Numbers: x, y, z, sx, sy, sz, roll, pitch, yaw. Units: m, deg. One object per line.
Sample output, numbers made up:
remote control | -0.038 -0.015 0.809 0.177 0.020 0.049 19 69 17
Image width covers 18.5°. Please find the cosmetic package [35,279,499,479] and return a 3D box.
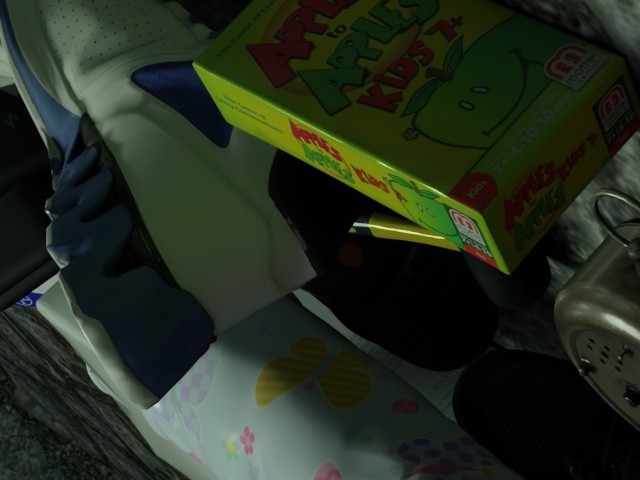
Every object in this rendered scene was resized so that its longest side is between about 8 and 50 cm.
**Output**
cosmetic package | 0.006 0.125 1.348 0.385 0.156 0.217 32 161 39

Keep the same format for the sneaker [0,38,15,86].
sneaker | -0.245 -0.200 1.209 0.118 0.110 0.292 15 158 46

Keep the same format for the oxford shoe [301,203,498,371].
oxford shoe | 0.000 0.000 1.156 0.227 0.083 0.096 44 172 4

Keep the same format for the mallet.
mallet | 0.039 -0.001 1.054 0.190 0.039 0.062 6 144 43

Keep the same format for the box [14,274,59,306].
box | -0.219 -0.008 1.615 0.126 0.072 0.137 1 146 23

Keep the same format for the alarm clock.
alarm clock | 0.161 0.043 0.903 0.129 0.064 0.192 28 156 45

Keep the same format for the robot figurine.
robot figurine | -0.276 -0.087 1.394 0.278 0.174 0.209 56 148 7

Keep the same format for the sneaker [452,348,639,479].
sneaker | 0.175 0.121 1.036 0.227 0.087 0.130 38 161 11

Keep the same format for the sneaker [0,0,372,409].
sneaker | -0.055 -0.066 1.038 0.127 0.182 0.315 62 -175 -46

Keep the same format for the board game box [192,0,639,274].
board game box | 0.039 -0.065 0.849 0.181 0.092 0.043 30 161 39

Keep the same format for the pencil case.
pencil case | 0.004 0.122 1.104 0.273 0.113 0.124 34 138 47
